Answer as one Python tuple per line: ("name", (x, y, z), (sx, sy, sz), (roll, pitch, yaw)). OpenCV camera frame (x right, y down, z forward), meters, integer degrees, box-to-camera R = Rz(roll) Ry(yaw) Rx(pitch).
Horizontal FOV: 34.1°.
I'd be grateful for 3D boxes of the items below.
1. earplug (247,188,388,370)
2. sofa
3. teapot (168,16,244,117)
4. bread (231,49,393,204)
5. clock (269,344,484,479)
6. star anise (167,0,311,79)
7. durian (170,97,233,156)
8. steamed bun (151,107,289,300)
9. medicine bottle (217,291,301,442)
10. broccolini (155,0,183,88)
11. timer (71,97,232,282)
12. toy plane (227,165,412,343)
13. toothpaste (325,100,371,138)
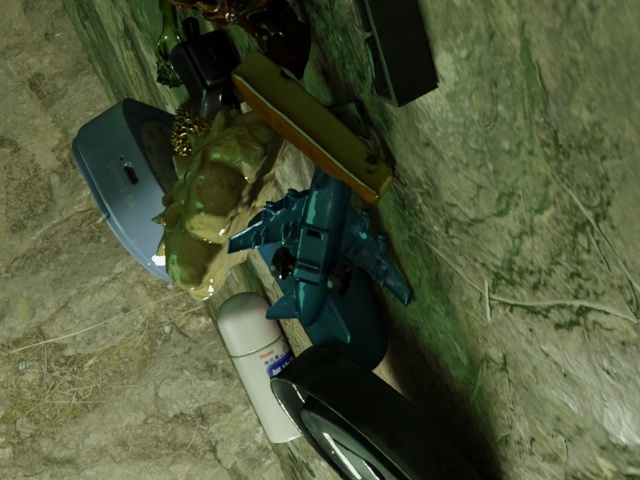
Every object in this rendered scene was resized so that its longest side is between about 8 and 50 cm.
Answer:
("earplug", (0.012, 0.072, 1.478), (0.273, 0.132, 0.132), (65, 167, -19))
("sofa", (0.049, -0.200, 0.959), (0.085, 0.060, 0.147), (41, 154, 60))
("teapot", (-0.169, -0.272, 1.616), (0.177, 0.087, 0.096), (62, 162, 10))
("bread", (-0.006, -0.126, 1.209), (0.226, 0.049, 0.088), (42, 172, 11))
("clock", (0.090, 0.302, 1.451), (0.386, 0.076, 0.386), (41, 161, 17))
("star anise", (-0.084, -0.279, 1.220), (0.212, 0.111, 0.196), (5, 146, 40))
("durian", (-0.187, -0.172, 1.783), (0.168, 0.137, 0.158), (54, -171, -15))
("steamed bun", (-0.154, -0.059, 1.489), (0.137, 0.292, 0.295), (25, 157, 3))
("medicine bottle", (-0.124, 0.276, 2.346), (0.341, 0.130, 0.130), (67, 167, -10))
("broccolini", (-0.248, -0.375, 1.800), (0.392, 0.074, 0.079), (112, 172, -71))
("timer", (-0.279, -0.085, 2.026), (0.395, 0.173, 0.395), (54, -167, -19))
("toy plane", (0.000, 0.000, 1.323), (0.254, 0.105, 0.271), (16, 122, 14))
("toothpaste", (0.014, -0.145, 1.264), (0.048, 0.029, 0.197), (63, 165, -15))
